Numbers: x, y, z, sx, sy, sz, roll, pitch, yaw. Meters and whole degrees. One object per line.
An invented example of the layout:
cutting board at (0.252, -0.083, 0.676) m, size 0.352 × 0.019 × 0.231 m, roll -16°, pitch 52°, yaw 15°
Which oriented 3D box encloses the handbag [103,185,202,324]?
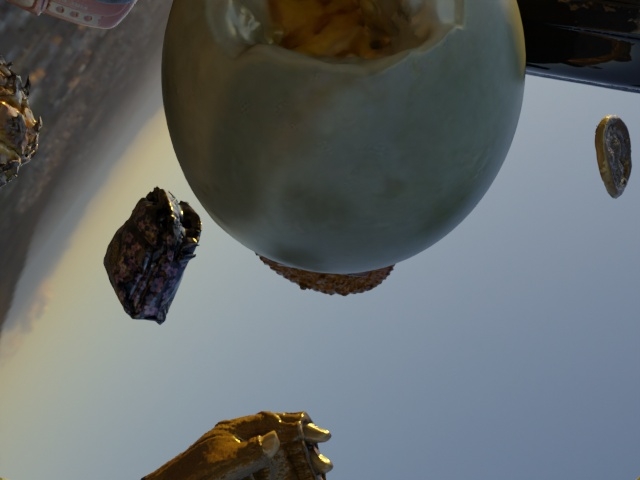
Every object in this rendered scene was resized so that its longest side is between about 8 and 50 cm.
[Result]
handbag at (-0.293, 0.017, 1.611) m, size 0.208 × 0.127 × 0.229 m, roll -63°, pitch -149°, yaw 18°

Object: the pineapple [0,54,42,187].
pineapple at (-0.575, -0.166, 1.271) m, size 0.352 × 0.300 × 0.352 m, roll -28°, pitch -158°, yaw 12°

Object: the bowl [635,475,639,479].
bowl at (0.614, 0.461, 1.319) m, size 0.435 × 0.196 × 0.435 m, roll -15°, pitch -123°, yaw 24°

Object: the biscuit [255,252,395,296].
biscuit at (0.000, 0.000, 1.442) m, size 0.254 × 0.254 × 0.035 m, roll -41°, pitch -160°, yaw 45°

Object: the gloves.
gloves at (-0.149, 0.404, 1.651) m, size 0.356 × 0.203 × 0.155 m, roll -17°, pitch -127°, yaw 6°

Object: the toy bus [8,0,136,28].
toy bus at (-0.422, -0.467, 1.509) m, size 0.232 × 0.287 × 0.194 m, roll 135°, pitch -34°, yaw -56°

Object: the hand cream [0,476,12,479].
hand cream at (-0.331, 0.216, 0.760) m, size 0.059 × 0.276 × 0.095 m, roll -23°, pitch -126°, yaw 35°

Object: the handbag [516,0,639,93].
handbag at (0.239, -0.192, 0.854) m, size 0.308 × 0.254 × 0.093 m, roll -145°, pitch -116°, yaw -63°

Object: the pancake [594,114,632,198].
pancake at (0.528, -0.151, 1.644) m, size 0.028 × 0.158 × 0.158 m, roll -4°, pitch -134°, yaw 36°

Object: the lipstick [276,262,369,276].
lipstick at (0.003, 0.023, 1.310) m, size 0.145 × 0.045 × 0.045 m, roll 6°, pitch -88°, yaw 42°

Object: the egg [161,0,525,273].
egg at (0.016, -0.110, 0.727) m, size 0.278 × 0.278 × 0.336 m, roll -60°, pitch 166°, yaw -23°
